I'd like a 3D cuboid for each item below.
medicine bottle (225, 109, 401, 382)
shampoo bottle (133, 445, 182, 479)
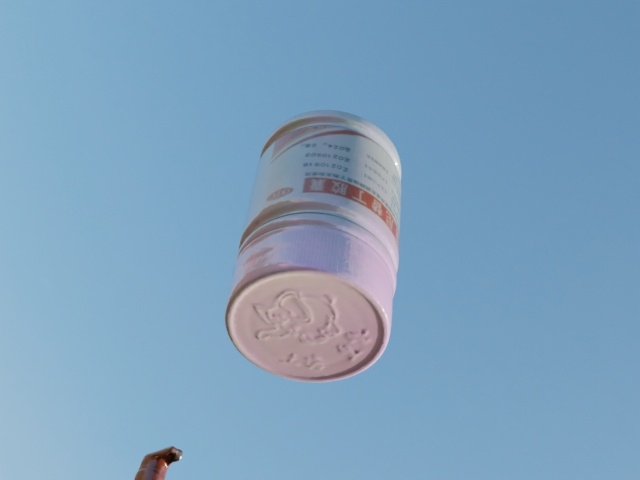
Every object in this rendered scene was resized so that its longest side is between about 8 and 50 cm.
[{"bbox_3d":[0.000,0.000,1.265,0.202,0.315,0.202,3,-47,4],"label":"medicine bottle"},{"bbox_3d":[-0.216,0.346,1.112,0.085,0.244,0.085,7,-44,7],"label":"shampoo bottle"}]
